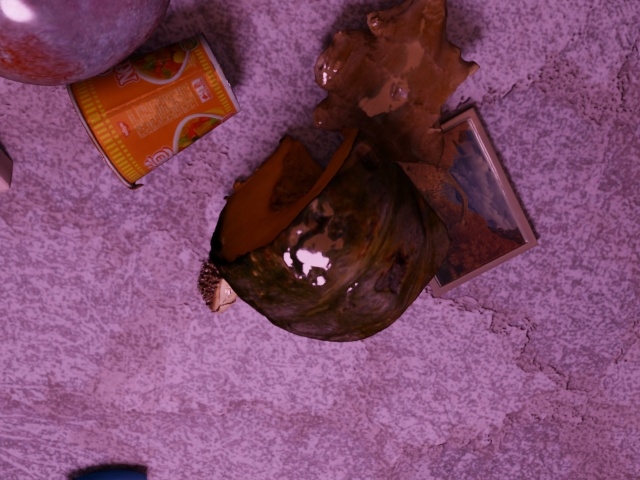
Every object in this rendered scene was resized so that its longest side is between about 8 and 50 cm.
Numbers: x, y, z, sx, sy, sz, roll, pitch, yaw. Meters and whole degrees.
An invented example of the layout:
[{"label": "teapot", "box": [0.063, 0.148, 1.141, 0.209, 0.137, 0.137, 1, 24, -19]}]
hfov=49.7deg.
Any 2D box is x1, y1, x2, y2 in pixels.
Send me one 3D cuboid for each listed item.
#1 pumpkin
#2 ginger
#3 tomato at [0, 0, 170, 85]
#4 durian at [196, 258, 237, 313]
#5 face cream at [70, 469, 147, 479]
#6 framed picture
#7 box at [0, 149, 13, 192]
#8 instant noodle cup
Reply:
[{"label": "pumpkin", "box": [0.000, 0.000, 0.932, 0.225, 0.303, 0.256, 37, 80, -21]}, {"label": "ginger", "box": [0.104, -0.235, 0.929, 0.219, 0.123, 0.270, 12, 105, -3]}, {"label": "tomato", "box": [-0.320, -0.335, 0.782, 0.317, 0.282, 0.316, -18, 131, -21]}, {"label": "durian", "box": [-0.152, 0.057, 1.070, 0.066, 0.052, 0.130, 9, 118, -48]}, {"label": "face cream", "box": [-0.380, 0.522, 1.197, 0.139, 0.067, 0.285, 8, 110, -7]}, {"label": "framed picture", "box": [0.203, -0.053, 1.055, 0.184, 0.016, 0.250, -27, 109, 7]}, {"label": "box", "box": [-0.590, -0.162, 0.870, 0.214, 0.069, 0.353, -21, 137, 4]}, {"label": "instant noodle cup", "box": [-0.211, -0.182, 0.921, 0.185, 0.168, 0.168, -28, 109, -1]}]
